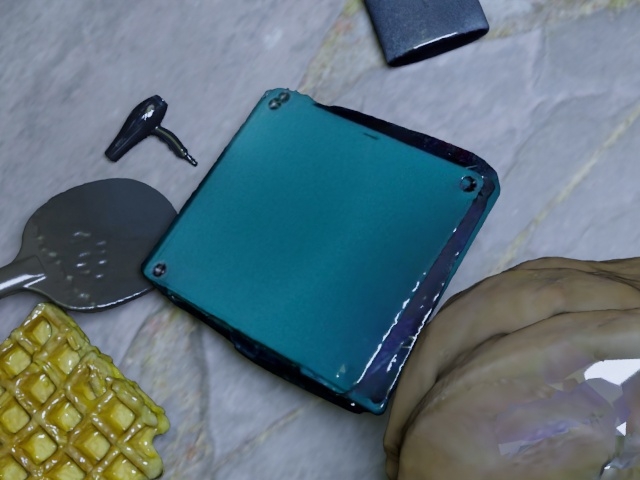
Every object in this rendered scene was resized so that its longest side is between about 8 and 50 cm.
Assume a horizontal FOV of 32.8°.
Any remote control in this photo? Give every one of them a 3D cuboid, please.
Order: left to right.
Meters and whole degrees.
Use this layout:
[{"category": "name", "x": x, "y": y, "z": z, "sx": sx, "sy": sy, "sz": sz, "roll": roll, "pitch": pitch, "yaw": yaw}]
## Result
[{"category": "remote control", "x": 0.057, "y": -0.359, "z": 1.096, "sx": 0.107, "sy": 0.044, "sz": 0.378, "roll": -20, "pitch": 77, "yaw": 5}]

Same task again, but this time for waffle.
[{"category": "waffle", "x": -0.231, "y": 0.181, "z": 1.000, "sx": 0.211, "sy": 0.055, "sz": 0.160, "roll": 40, "pitch": 83, "yaw": 13}]

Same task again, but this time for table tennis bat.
[{"category": "table tennis bat", "x": -0.242, "y": 0.017, "z": 1.020, "sx": 0.234, "sy": 0.022, "sz": 0.131, "roll": -22, "pitch": 69, "yaw": -20}]

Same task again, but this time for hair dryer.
[{"category": "hair dryer", "x": -0.162, "y": -0.092, "z": 1.070, "sx": 0.083, "sy": 0.031, "sz": 0.079, "roll": 41, "pitch": 95, "yaw": 3}]

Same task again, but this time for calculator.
[{"category": "calculator", "x": 0.000, "y": 0.000, "z": 0.980, "sx": 0.274, "sy": 0.058, "sz": 0.248, "roll": 23, "pitch": 73, "yaw": 28}]

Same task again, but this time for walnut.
[{"category": "walnut", "x": 0.233, "y": 0.172, "z": 0.833, "sx": 0.383, "sy": 0.383, "sz": 0.384, "roll": -1, "pitch": 78, "yaw": 5}]
